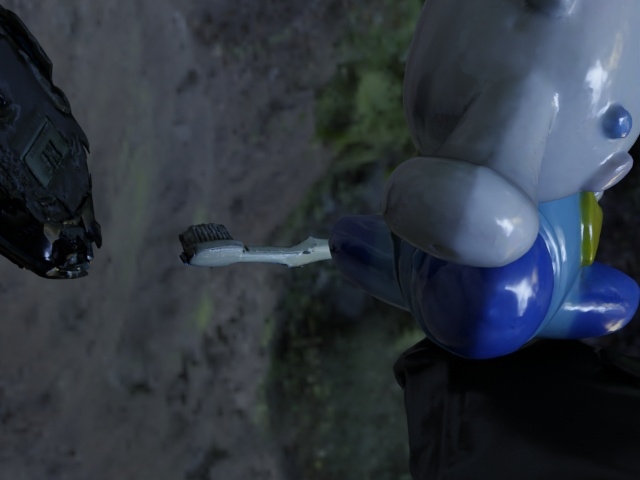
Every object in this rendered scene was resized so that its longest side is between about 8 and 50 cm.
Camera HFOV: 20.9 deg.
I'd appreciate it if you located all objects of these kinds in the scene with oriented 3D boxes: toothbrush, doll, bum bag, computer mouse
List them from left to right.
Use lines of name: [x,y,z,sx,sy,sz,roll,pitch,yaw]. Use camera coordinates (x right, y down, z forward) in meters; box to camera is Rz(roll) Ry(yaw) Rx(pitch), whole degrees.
computer mouse: [-0.219,-0.071,1.100,0.077,0.146,0.242,-21,115,26]
toothbrush: [0.003,0.005,1.265,0.294,0.028,0.026,2,144,-49]
doll: [0.127,-0.056,1.024,0.376,0.187,0.365,-42,158,-28]
bum bag: [0.189,0.126,1.026,0.326,0.142,0.080,9,146,24]
